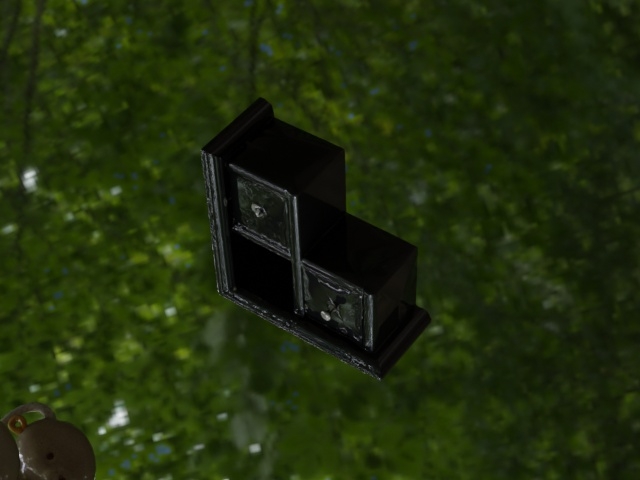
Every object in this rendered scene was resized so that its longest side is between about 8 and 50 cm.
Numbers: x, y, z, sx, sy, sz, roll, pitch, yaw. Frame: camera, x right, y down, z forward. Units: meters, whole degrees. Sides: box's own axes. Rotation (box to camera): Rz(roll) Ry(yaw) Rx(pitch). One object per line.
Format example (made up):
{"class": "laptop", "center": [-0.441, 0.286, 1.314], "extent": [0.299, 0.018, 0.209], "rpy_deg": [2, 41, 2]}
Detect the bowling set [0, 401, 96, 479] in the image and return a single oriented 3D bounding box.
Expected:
{"class": "bowling set", "center": [-0.150, 0.157, 0.625], "extent": [0.154, 0.200, 0.287], "rpy_deg": [-44, -67, -15]}

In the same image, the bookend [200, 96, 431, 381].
{"class": "bookend", "center": [0.000, 0.000, 0.985], "extent": [0.072, 0.157, 0.156], "rpy_deg": [-46, -29, -34]}
